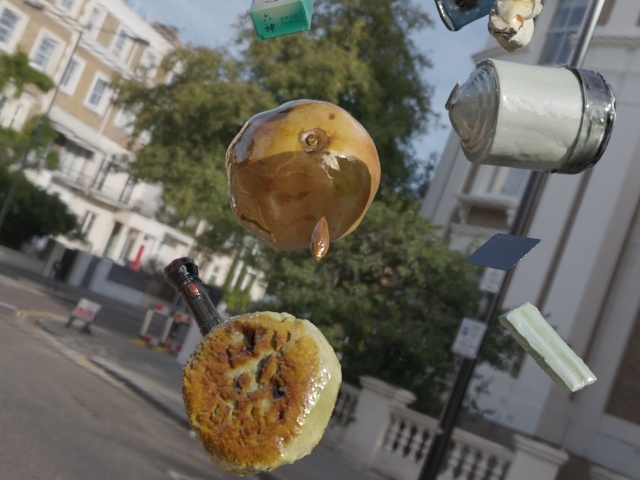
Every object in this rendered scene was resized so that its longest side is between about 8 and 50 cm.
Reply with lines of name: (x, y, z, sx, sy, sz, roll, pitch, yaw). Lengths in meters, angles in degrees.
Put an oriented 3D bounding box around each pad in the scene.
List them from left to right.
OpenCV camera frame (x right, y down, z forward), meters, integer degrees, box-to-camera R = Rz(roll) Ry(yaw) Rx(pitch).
pad: (0.393, 0.023, 1.807, 0.003, 0.112, 0.157, 58, -19, -19)

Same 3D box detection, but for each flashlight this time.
flashlight: (-0.319, 0.154, 2.149, 0.232, 0.093, 0.093, 57, 7, 19)

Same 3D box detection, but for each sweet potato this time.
sweet potato: (0.000, 0.000, 1.459, 0.034, 0.095, 0.034, 8, -33, 5)

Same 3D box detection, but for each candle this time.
candle: (0.397, -0.250, 1.663, 0.342, 0.221, 0.221, 5, -3, -10)

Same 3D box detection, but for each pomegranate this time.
pomegranate: (-0.045, -0.168, 2.148, 0.411, 0.412, 0.411, 21, -6, 2)

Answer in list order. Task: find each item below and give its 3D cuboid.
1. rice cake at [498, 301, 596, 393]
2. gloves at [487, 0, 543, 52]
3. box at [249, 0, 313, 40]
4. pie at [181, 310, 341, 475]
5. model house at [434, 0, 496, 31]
rice cake: (0.483, 0.229, 1.774, 0.226, 0.085, 0.040, 51, -34, 21)
gloves: (0.343, -0.393, 1.460, 0.070, 0.114, 0.153, 29, 9, 24)
box: (-0.106, -0.661, 2.334, 0.153, 0.245, 0.092, -11, -54, 10)
pie: (-0.115, 0.267, 1.527, 0.315, 0.315, 0.092, 19, -24, 19)
model house: (0.365, -0.601, 1.676, 0.303, 0.215, 0.237, -17, -59, 32)
